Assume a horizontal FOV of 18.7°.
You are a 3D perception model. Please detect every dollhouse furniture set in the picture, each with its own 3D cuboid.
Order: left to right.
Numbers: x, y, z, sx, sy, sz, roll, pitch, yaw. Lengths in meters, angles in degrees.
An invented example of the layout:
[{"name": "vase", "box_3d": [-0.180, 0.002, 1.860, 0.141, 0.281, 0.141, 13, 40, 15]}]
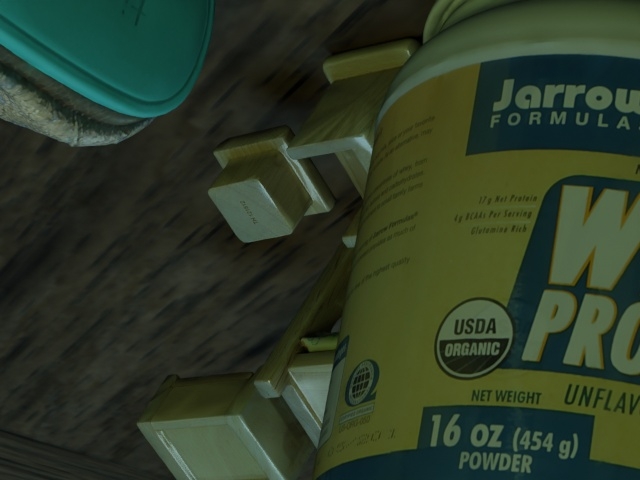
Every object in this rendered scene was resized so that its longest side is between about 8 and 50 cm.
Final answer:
[{"name": "dollhouse furniture set", "box_3d": [0.000, 0.000, 0.723, 0.182, 0.101, 0.161, -8, 125, 38]}]

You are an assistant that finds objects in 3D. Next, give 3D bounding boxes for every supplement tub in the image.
[{"name": "supplement tub", "box_3d": [0.078, 0.021, 0.553, 0.144, 0.200, 0.144, 9, 157, 4]}]

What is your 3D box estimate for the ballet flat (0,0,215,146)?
[{"name": "ballet flat", "box_3d": [-0.148, -0.111, 0.488, 0.106, 0.108, 0.316, 12, 160, 34]}]
